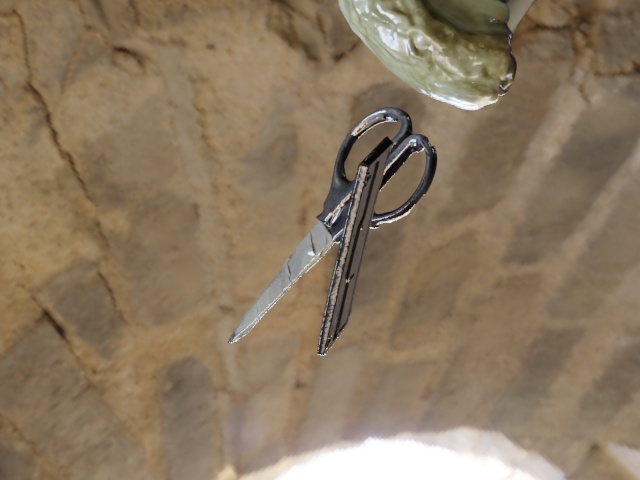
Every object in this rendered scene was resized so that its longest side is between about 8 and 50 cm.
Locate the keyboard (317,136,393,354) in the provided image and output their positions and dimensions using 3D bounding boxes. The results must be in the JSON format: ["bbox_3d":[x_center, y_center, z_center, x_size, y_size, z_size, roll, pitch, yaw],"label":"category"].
[{"bbox_3d":[0.022,0.005,0.772,0.053,0.010,0.155,-46,-27,-56],"label":"keyboard"}]

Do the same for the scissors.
[{"bbox_3d":[0.000,0.000,1.118,0.022,0.109,0.300,13,-56,-50],"label":"scissors"}]

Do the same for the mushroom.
[{"bbox_3d":[0.106,-0.242,0.836,0.189,0.164,0.267,-48,-20,-78],"label":"mushroom"}]
